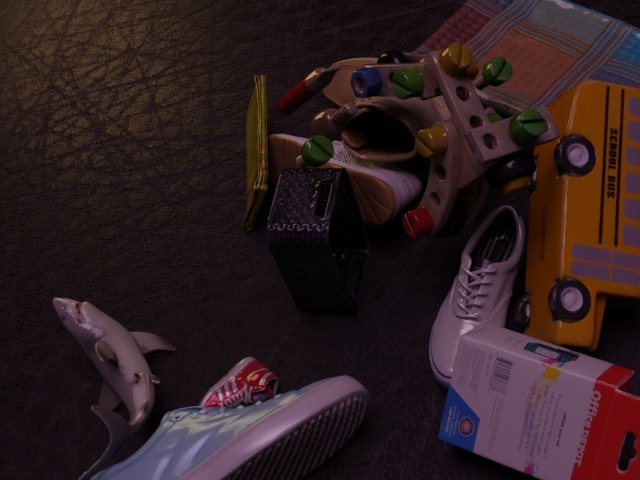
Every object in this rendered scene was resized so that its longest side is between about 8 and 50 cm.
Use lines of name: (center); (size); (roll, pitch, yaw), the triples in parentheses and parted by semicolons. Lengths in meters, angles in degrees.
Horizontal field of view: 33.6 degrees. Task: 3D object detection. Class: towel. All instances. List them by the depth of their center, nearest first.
towel: (0.343, -0.254, 1.523); (0.370, 0.040, 0.271); (29, 56, 24)
towel: (-0.100, -0.133, 1.583); (0.021, 0.102, 0.237); (10, 50, -15)

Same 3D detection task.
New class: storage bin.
storage bin: (0.000, 0.000, 1.392); (0.084, 0.180, 0.122); (1, 53, 18)

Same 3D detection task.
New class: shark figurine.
shark figurine: (-0.265, 0.202, 1.368); (0.116, 0.166, 0.278); (-53, 38, 21)

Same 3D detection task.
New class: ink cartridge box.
ink cartridge box: (0.261, 0.193, 1.188); (0.231, 0.134, 0.078); (18, 17, 27)

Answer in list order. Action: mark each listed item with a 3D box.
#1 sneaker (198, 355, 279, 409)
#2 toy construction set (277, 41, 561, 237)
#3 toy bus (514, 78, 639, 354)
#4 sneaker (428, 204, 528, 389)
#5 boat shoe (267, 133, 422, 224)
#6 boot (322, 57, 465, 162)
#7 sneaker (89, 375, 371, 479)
sneaker: (-0.104, 0.205, 1.354); (0.067, 0.042, 0.118); (26, 62, 35)
toy construction set: (0.132, -0.151, 1.260); (0.309, 0.237, 0.257); (9, 74, -22)
toy bus: (0.325, -0.023, 1.303); (0.130, 0.108, 0.332); (9, 75, -13)
sneaker: (0.196, 0.065, 1.341); (0.094, 0.091, 0.258); (8, 56, 22)
boat shoe: (0.028, -0.094, 1.525); (0.096, 0.098, 0.277); (-23, 35, -38)
boot: (0.073, -0.187, 1.519); (0.262, 0.095, 0.203); (26, 29, 26)
sneaker: (-0.122, 0.239, 1.272); (0.366, 0.135, 0.150); (-29, 56, -7)
